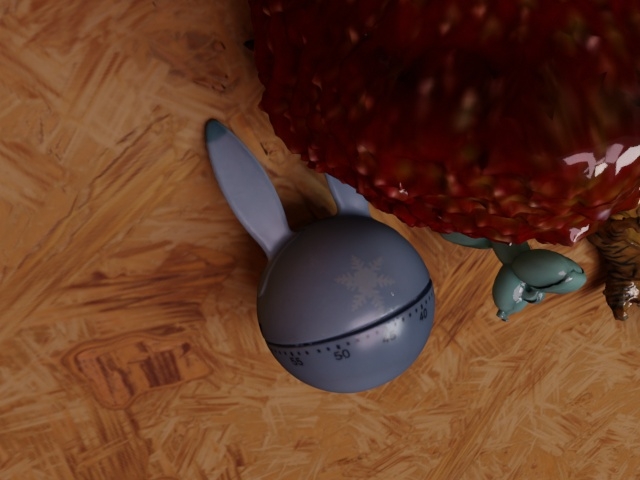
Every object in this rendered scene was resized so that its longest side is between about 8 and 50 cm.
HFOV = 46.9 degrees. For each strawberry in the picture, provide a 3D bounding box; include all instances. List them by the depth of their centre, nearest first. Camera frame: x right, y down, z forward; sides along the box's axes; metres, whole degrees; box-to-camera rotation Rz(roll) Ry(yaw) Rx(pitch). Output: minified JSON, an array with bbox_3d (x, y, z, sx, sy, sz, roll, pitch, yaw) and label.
[{"bbox_3d":[0.112,-0.136,0.476,0.292,0.343,0.292,-6,105,-24],"label":"strawberry"}]

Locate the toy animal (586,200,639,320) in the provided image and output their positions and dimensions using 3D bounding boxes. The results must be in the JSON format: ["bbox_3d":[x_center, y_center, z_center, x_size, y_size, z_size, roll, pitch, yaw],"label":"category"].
[{"bbox_3d":[0.345,-0.013,0.860,0.116,0.114,0.255,-16,139,39],"label":"toy animal"}]

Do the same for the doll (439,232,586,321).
[{"bbox_3d":[0.194,-0.006,0.728,0.059,0.158,0.159,14,107,-45],"label":"doll"}]

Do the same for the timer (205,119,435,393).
[{"bbox_3d":[0.000,0.013,0.666,0.175,0.255,0.175,-26,169,-6],"label":"timer"}]
